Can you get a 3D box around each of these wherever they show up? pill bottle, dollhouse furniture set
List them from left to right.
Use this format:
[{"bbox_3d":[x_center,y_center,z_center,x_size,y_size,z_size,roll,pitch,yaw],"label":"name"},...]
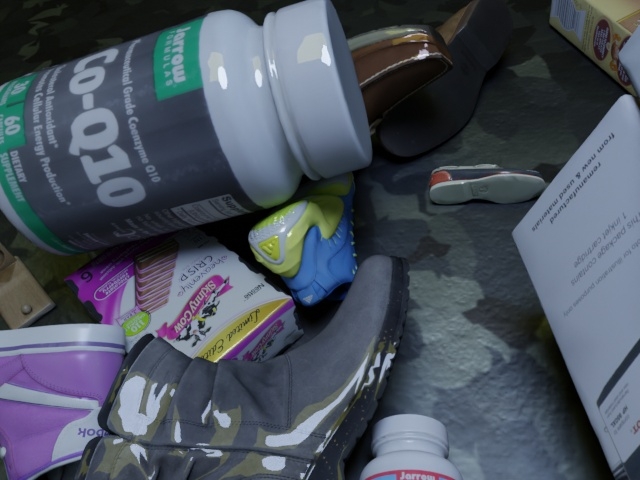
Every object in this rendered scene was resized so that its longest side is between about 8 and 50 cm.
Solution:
[{"bbox_3d":[-0.435,0.049,0.720,0.144,0.151,0.123,-40,52,-19],"label":"dollhouse furniture set"},{"bbox_3d":[-0.141,-0.117,0.649,0.361,0.204,0.204,-14,46,13],"label":"pill bottle"},{"bbox_3d":[0.072,0.224,0.481,0.087,0.087,0.160,-5,46,9],"label":"pill bottle"}]

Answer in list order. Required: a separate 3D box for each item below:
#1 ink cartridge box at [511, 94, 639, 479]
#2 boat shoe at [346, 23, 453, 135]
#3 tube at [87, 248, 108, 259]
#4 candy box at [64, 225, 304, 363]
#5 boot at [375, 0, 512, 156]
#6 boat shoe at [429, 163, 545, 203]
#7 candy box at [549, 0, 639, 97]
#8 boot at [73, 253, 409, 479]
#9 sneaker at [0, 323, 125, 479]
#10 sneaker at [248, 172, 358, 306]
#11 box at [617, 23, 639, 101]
[{"bbox_3d":[0.342,0.107,0.403,0.285,0.166,0.395,9,45,-17],"label":"ink cartridge box"},{"bbox_3d":[0.015,-0.150,0.771,0.324,0.122,0.120,-20,74,32],"label":"boat shoe"},{"bbox_3d":[-0.212,-0.058,0.829,0.240,0.070,0.062,-35,10,-25],"label":"tube"},{"bbox_3d":[-0.156,0.072,0.686,0.159,0.071,0.233,-40,52,-22],"label":"candy box"},{"bbox_3d":[0.159,-0.227,0.886,0.115,0.112,0.305,-1,45,55],"label":"boot"},{"bbox_3d":[0.201,-0.073,0.750,0.137,0.049,0.043,-3,46,17],"label":"boat shoe"},{"bbox_3d":[0.482,-0.293,0.851,0.183,0.087,0.316,-18,48,-3],"label":"candy box"},{"bbox_3d":[-0.061,0.122,0.538,0.222,0.118,0.338,20,57,7],"label":"boot"},{"bbox_3d":[-0.319,0.173,0.617,0.282,0.102,0.161,-10,74,30],"label":"sneaker"},{"bbox_3d":[0.000,0.000,0.716,0.091,0.126,0.240,-21,13,29],"label":"sneaker"},{"bbox_3d":[0.392,-0.069,0.354,0.345,0.168,0.215,20,41,-4],"label":"box"}]
